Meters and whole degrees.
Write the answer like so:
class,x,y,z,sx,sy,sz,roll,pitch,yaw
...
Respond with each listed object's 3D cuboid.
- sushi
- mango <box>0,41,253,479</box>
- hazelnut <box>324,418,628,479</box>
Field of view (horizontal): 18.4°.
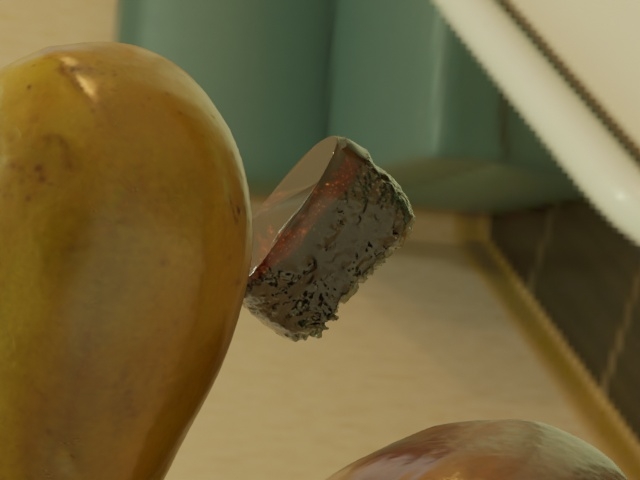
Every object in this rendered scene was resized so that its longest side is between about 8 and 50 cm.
class,x,y,z,sx,sy,sz,roll,pitch,yaw
sushi,0.000,0.000,2.192,0.225,0.126,0.136,-53,22,-7
mango,-0.204,0.063,1.547,0.300,0.232,0.445,15,97,35
hazelnut,0.113,0.318,1.702,0.366,0.366,0.365,-175,90,-71
